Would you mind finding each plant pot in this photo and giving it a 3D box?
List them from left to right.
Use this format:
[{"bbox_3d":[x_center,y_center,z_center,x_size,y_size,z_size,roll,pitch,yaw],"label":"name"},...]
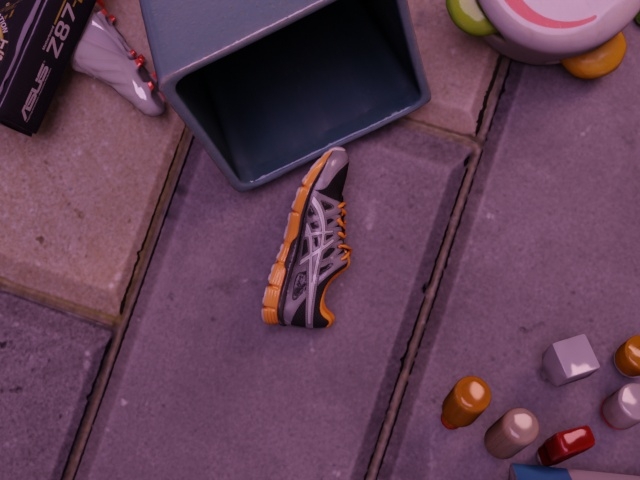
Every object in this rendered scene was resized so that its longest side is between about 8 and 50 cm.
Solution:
[{"bbox_3d":[-0.057,-0.251,0.971,0.248,0.247,0.252,-26,64,3],"label":"plant pot"}]

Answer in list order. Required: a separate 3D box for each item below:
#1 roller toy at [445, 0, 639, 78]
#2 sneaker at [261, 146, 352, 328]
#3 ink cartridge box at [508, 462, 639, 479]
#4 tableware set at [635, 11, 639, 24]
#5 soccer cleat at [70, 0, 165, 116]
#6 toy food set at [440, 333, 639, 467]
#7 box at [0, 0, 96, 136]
[{"bbox_3d":[0.255,-0.291,0.980,0.209,0.146,0.191,19,95,3],"label":"roller toy"},{"bbox_3d":[0.000,0.000,1.014,0.083,0.084,0.215,17,95,6],"label":"sneaker"},{"bbox_3d":[0.317,0.349,0.859,0.270,0.197,0.198,4,95,7],"label":"ink cartridge box"},{"bbox_3d":[0.437,-0.287,1.021,0.104,0.024,0.154,40,91,13],"label":"tableware set"},{"bbox_3d":[-0.255,-0.212,1.076,0.076,0.068,0.196,-39,74,6],"label":"soccer cleat"},{"bbox_3d":[0.252,0.179,0.968,0.232,0.104,0.111,-15,68,-13],"label":"toy food set"},{"bbox_3d":[-0.451,-0.339,1.074,0.395,0.097,0.318,24,86,18],"label":"box"}]
